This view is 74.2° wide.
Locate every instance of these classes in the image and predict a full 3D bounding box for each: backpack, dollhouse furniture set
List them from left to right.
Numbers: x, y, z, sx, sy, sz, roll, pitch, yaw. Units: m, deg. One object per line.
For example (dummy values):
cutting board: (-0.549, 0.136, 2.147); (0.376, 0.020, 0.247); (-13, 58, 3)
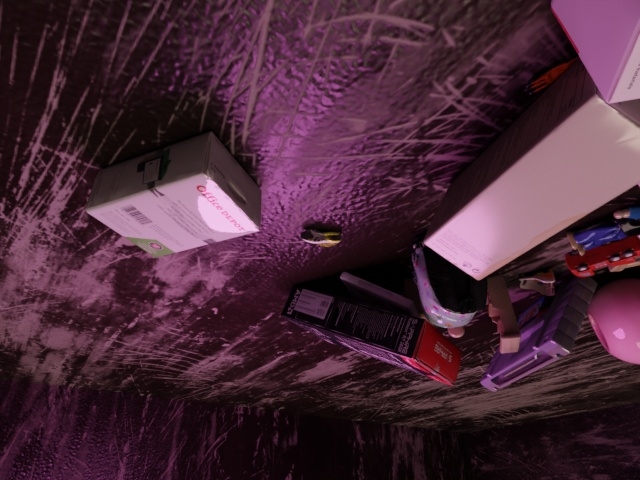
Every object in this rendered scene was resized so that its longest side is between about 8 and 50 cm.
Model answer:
backpack: (0.259, 0.080, 0.846); (0.152, 0.181, 0.115); (-1, 147, -1)
dollhouse furniture set: (0.342, 0.194, 1.043); (0.243, 0.160, 0.212); (-11, 146, 15)

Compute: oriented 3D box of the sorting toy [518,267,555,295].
sorting toy: (0.519, 0.100, 1.018); (0.075, 0.044, 0.083); (-8, 148, 24)

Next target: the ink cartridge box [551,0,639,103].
ink cartridge box: (0.366, -0.232, 0.375); (0.238, 0.171, 0.100); (-7, 146, 9)

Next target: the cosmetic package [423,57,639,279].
cosmetic package: (0.286, -0.089, 0.571); (0.113, 0.160, 0.309); (35, 146, -2)

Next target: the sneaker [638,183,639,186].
sneaker: (0.525, -0.098, 0.610); (0.350, 0.147, 0.131); (21, 141, -30)

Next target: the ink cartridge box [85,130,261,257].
ink cartridge box: (-0.226, -0.065, 0.686); (0.220, 0.092, 0.160); (-13, 146, 17)

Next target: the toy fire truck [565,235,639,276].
toy fire truck: (0.654, 0.038, 0.919); (0.192, 0.047, 0.135); (-27, 140, 35)

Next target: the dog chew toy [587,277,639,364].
dog chew toy: (0.825, 0.159, 0.988); (0.332, 0.206, 0.206); (-24, 141, 18)

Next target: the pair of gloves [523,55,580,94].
pair of gloves: (0.318, -0.202, 0.569); (0.074, 0.010, 0.083); (-22, 143, 28)

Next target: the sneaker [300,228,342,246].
sneaker: (0.000, 0.000, 0.851); (0.084, 0.031, 0.035); (5, 147, -10)

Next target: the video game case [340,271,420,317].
video game case: (0.153, 0.157, 1.019); (0.184, 0.023, 0.201); (22, 160, 32)

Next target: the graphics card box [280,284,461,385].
graphics card box: (0.114, 0.218, 0.998); (0.371, 0.094, 0.233); (7, 158, 41)

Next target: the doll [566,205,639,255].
doll: (0.584, -0.030, 0.811); (0.129, 0.046, 0.189); (26, 139, -37)

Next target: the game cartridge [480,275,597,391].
game cartridge: (0.547, 0.244, 1.089); (0.068, 0.230, 0.355); (31, 148, 12)
